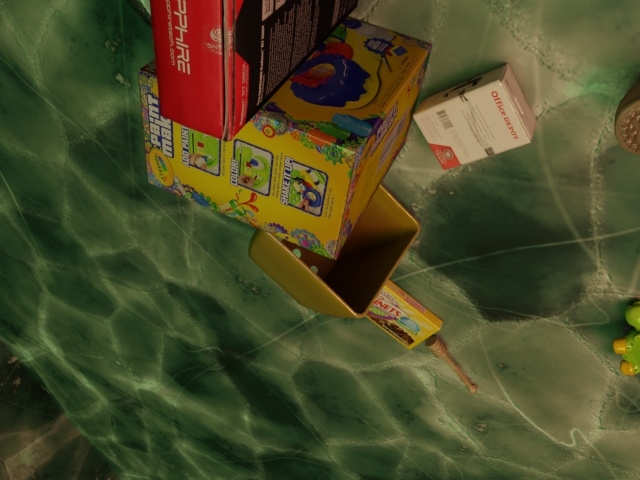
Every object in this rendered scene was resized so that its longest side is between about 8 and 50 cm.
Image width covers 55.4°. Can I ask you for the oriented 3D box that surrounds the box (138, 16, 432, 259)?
[{"bbox_3d":[-0.039,-0.171,0.822,0.279,0.290,0.177,22,136,11],"label":"box"}]

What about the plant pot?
[{"bbox_3d":[0.000,0.000,1.033,0.212,0.212,0.187,44,150,-11],"label":"plant pot"}]

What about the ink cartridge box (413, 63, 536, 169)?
[{"bbox_3d":[0.214,-0.168,0.844,0.135,0.056,0.099,-15,119,40],"label":"ink cartridge box"}]

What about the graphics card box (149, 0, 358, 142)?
[{"bbox_3d":[-0.044,-0.301,0.648,0.094,0.371,0.233,21,137,13],"label":"graphics card box"}]

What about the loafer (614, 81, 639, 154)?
[{"bbox_3d":[0.465,-0.166,0.675,0.268,0.092,0.102,-5,131,14],"label":"loafer"}]

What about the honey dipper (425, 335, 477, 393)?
[{"bbox_3d":[0.265,0.252,1.219,0.030,0.030,0.161,-21,119,42],"label":"honey dipper"}]

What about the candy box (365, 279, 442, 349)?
[{"bbox_3d":[0.126,0.125,1.186,0.206,0.027,0.105,38,134,-5],"label":"candy box"}]

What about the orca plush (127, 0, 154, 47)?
[{"bbox_3d":[-0.259,-0.437,0.891,0.151,0.102,0.287,-31,130,-2],"label":"orca plush"}]

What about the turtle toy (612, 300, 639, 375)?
[{"bbox_3d":[0.511,0.155,0.952,0.095,0.066,0.130,-9,122,37],"label":"turtle toy"}]
